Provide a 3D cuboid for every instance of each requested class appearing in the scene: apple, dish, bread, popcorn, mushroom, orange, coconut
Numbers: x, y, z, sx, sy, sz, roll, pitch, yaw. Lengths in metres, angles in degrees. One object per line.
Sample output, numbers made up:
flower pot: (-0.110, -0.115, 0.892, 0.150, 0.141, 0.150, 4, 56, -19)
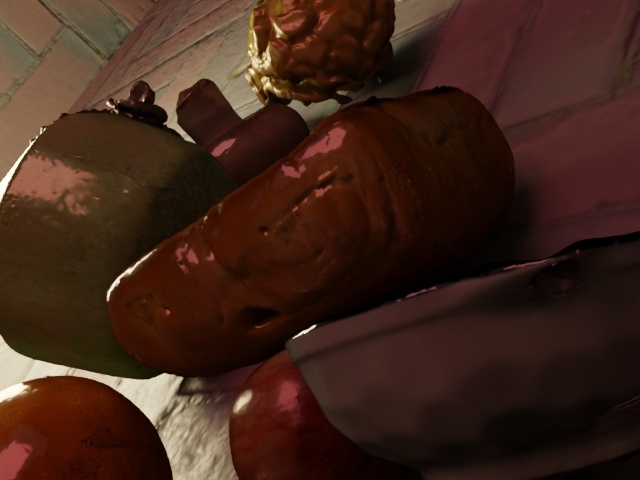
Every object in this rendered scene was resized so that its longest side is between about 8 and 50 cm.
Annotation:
apple: (-0.001, 0.151, 0.726, 0.131, 0.146, 0.146, -31, 28, 40)
dish: (0.126, 0.082, 0.588, 0.303, 0.120, 0.303, -14, -9, -2)
bread: (0.004, 0.007, 0.841, 0.328, 0.148, 0.337, -34, -5, 26)
popcorn: (0.004, -0.278, 1.304, 0.250, 0.190, 0.250, -29, 14, 8)
mushroom: (-0.123, -0.127, 1.261, 0.204, 0.204, 0.204, -35, 27, 21)
orange: (-0.251, 0.244, 0.873, 0.240, 0.240, 0.240, -35, 27, 21)
coconut: (-0.256, 0.008, 1.107, 0.328, 0.328, 0.281, -26, 23, 36)

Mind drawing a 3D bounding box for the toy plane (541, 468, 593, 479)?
toy plane: (0.104, 0.222, 0.557, 0.226, 0.058, 0.226, 15, 62, 44)

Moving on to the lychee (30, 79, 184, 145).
lychee: (-0.306, -0.075, 1.376, 0.270, 0.320, 0.270, -9, 38, 7)
